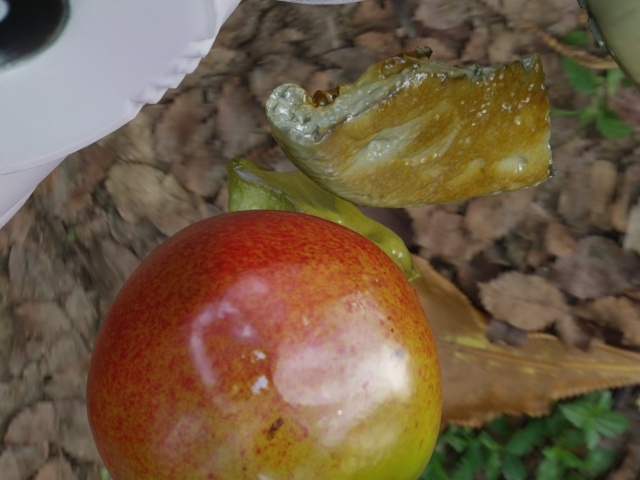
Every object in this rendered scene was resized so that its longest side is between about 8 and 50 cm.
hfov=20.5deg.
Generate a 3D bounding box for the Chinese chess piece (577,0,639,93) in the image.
[{"bbox_3d":[0.323,-0.233,1.466,0.270,0.112,0.270,15,67,-37],"label":"Chinese chess piece"}]

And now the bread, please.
[{"bbox_3d":[0.000,0.000,1.649,0.161,0.233,0.088,45,104,19],"label":"bread"}]

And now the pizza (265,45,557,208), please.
[{"bbox_3d":[0.096,-0.102,1.571,0.365,0.074,0.182,0,133,-41],"label":"pizza"}]

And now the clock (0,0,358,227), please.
[{"bbox_3d":[-0.188,-0.141,0.546,0.368,0.377,0.250,49,42,-39],"label":"clock"}]

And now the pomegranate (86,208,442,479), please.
[{"bbox_3d":[-0.022,0.104,1.069,0.221,0.221,0.256,-28,75,-6],"label":"pomegranate"}]
